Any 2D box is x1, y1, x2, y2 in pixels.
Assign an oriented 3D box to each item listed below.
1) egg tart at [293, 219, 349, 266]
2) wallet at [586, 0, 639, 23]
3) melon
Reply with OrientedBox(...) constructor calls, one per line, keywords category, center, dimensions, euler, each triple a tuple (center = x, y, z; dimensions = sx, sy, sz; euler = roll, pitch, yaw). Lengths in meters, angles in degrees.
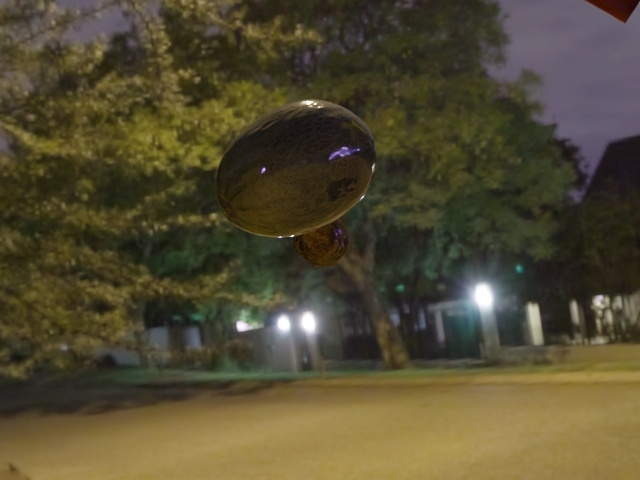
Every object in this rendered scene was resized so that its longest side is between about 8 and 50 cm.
OrientedBox(category="egg tart", center=(0.000, 0.000, 2.024), dimensions=(0.131, 0.130, 0.052), euler=(-8, -5, 4))
OrientedBox(category="wallet", center=(0.611, -0.574, 1.954), dimensions=(0.204, 0.142, 0.045), euler=(33, -18, 10))
OrientedBox(category="melon", center=(-0.047, -0.134, 1.698), dimensions=(0.329, 0.248, 0.249), euler=(-26, 5, -26))
